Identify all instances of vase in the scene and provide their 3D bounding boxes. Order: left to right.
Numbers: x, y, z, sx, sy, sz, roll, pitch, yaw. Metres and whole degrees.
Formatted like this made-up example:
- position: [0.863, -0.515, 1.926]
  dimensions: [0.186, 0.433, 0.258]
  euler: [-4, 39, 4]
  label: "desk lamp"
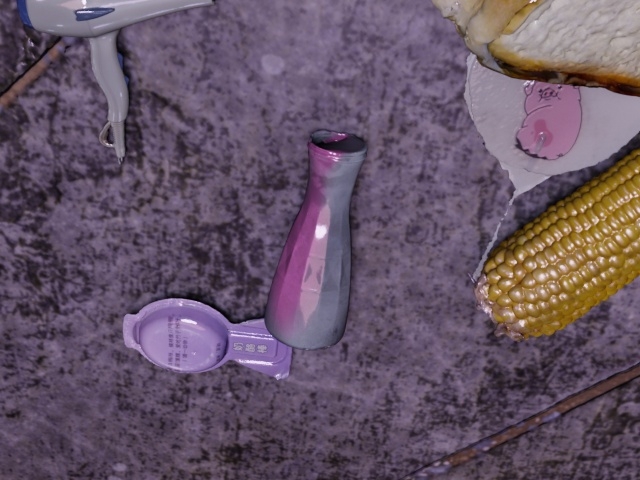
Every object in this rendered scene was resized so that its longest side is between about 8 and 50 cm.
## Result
- position: [0.000, 0.000, 0.793]
  dimensions: [0.086, 0.086, 0.214]
  euler: [10, 117, -1]
  label: "vase"

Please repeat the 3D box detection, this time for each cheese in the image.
- position: [-0.125, 0.111, 0.889]
  dimensions: [0.191, 0.042, 0.105]
  euler: [8, 122, -1]
  label: "cheese"

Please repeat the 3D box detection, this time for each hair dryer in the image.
- position: [-0.158, -0.168, 0.727]
  dimensions: [0.167, 0.067, 0.199]
  euler: [-16, 129, 8]
  label: "hair dryer"

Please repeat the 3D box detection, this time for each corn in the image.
- position: [0.280, -0.017, 0.747]
  dimensions: [0.305, 0.106, 0.106]
  euler: [-40, 110, 20]
  label: "corn"

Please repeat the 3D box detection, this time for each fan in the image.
- position: [0.203, -0.081, 0.764]
  dimensions: [0.182, 0.010, 0.310]
  euler: [14, 120, -4]
  label: "fan"

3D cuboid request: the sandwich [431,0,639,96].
- position: [0.246, -0.216, 0.534]
  dimensions: [0.301, 0.099, 0.271]
  euler: [-4, 149, -41]
  label: "sandwich"
